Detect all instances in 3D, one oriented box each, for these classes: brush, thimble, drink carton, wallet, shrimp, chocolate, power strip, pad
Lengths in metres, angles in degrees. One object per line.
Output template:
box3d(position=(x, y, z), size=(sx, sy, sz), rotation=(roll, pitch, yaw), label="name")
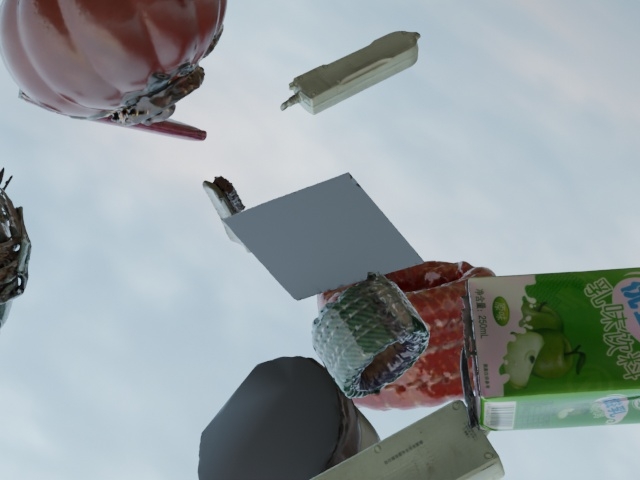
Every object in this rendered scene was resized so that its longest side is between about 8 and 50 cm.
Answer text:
box3d(position=(-0.126, -0.037, 1.704), size=(0.043, 0.036, 0.248), rotation=(45, 171, 18), label="brush")
box3d(position=(0.053, 0.107, 1.297), size=(0.090, 0.118, 0.135), rotation=(53, 169, 23), label="thimble")
box3d(position=(0.294, 0.120, 1.316), size=(0.271, 0.108, 0.161), rotation=(-3, -121, 4), label="drink carton")
box3d(position=(-0.275, -0.169, 1.569), size=(0.232, 0.025, 0.119), rotation=(8, -172, -42), label="wallet")
box3d(position=(-0.439, 0.024, 1.557), size=(0.137, 0.172, 0.372), rotation=(62, -157, -55), label="shrimp")
box3d(position=(-0.029, 0.341, 1.785), size=(0.186, 0.284, 0.283), rotation=(45, -171, -41), label="chocolate")
box3d(position=(0.036, 0.307, 1.344), size=(0.106, 0.367, 0.043), rotation=(58, 175, 46), label="power strip")
box3d(position=(0.163, 0.171, 2.196), size=(0.350, 0.230, 0.350), rotation=(-5, -168, 1), label="thimble")
box3d(position=(0.000, 0.000, 1.515), size=(0.163, 0.243, 0.004), rotation=(49, -133, -22), label="pad")
box3d(position=(0.036, -0.192, 1.345), size=(0.191, 0.030, 0.047), rotation=(-28, -132, -15), label="power strip")

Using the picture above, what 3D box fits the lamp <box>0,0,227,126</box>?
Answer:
box3d(position=(-0.192, -0.207, 1.107), size=(0.227, 0.227, 0.227), rotation=(29, -159, -12), label="lamp")
